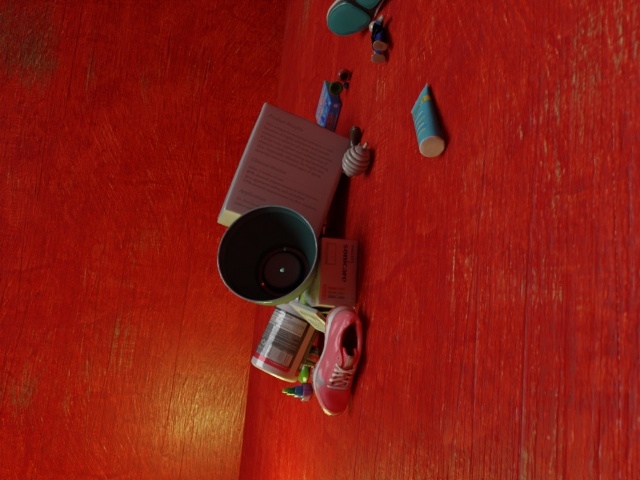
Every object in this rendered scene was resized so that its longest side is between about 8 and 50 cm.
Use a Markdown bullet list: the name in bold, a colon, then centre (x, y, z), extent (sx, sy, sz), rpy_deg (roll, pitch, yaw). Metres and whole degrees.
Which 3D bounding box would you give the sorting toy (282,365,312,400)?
- **sorting toy**: centre (-0.115, 0.469, 2.090), extent (0.365, 0.126, 0.127), rpy_deg (-102, 23, -55)

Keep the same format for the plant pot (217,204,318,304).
- **plant pot**: centre (-0.134, 0.068, 1.601), extent (0.196, 0.293, 0.292), rpy_deg (62, -153, -66)

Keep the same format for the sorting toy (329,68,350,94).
- **sorting toy**: centre (0.074, -0.580, 1.960), extent (0.102, 0.061, 0.042), rpy_deg (-50, 27, 24)

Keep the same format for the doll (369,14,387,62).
- **doll**: centre (0.171, -0.604, 1.592), extent (0.188, 0.046, 0.129), rpy_deg (-88, 4, -47)

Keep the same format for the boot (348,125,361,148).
- **boot**: centre (0.109, -0.291, 1.713), extent (0.106, 0.037, 0.114), rpy_deg (93, 179, -59)

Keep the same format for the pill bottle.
- **pill bottle**: centre (-0.100, 0.317, 1.886), extent (0.318, 0.176, 0.176), rpy_deg (-65, 11, -9)

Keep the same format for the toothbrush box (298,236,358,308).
- **toothbrush box**: centre (0.019, 0.120, 1.710), extent (0.283, 0.122, 0.206), rpy_deg (147, 128, -71)

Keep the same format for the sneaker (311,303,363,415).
- **sneaker**: centre (0.052, 0.337, 1.480), extent (0.136, 0.116, 0.313), rpy_deg (-173, 89, -75)

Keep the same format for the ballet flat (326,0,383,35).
- **ballet flat**: centre (0.140, -0.774, 1.689), extent (0.400, 0.139, 0.139), rpy_deg (172, 104, -72)

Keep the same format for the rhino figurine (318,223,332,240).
- **rhino figurine**: centre (0.000, 0.000, 1.945), extent (0.243, 0.073, 0.106), rpy_deg (-132, 56, -76)

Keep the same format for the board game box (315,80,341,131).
- **board game box**: centre (0.029, -0.520, 2.141), extent (0.210, 0.047, 0.160), rpy_deg (-99, 21, -51)

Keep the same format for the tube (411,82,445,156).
- **tube**: centre (0.232, -0.263, 1.183), extent (0.207, 0.052, 0.080), rpy_deg (-89, 25, -47)

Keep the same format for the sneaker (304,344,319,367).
- **sneaker**: centre (-0.034, 0.419, 1.956), extent (0.161, 0.057, 0.075), rpy_deg (158, 135, -76)

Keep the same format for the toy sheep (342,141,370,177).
- **toy sheep**: centre (0.109, -0.242, 1.596), extent (0.091, 0.091, 0.132), rpy_deg (-97, 25, -46)

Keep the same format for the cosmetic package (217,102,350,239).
- **cosmetic package**: centre (-0.134, -0.203, 1.891), extent (0.327, 0.330, 0.393), rpy_deg (158, 133, -75)

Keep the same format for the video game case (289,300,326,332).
- **video game case**: centre (-0.012, 0.248, 1.671), extent (0.019, 0.143, 0.157), rpy_deg (-52, 29, -17)

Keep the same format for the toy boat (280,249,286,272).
- **toy boat**: centre (-0.169, 0.045, 2.471), extent (0.318, 0.148, 0.267), rpy_deg (111, 161, -47)
